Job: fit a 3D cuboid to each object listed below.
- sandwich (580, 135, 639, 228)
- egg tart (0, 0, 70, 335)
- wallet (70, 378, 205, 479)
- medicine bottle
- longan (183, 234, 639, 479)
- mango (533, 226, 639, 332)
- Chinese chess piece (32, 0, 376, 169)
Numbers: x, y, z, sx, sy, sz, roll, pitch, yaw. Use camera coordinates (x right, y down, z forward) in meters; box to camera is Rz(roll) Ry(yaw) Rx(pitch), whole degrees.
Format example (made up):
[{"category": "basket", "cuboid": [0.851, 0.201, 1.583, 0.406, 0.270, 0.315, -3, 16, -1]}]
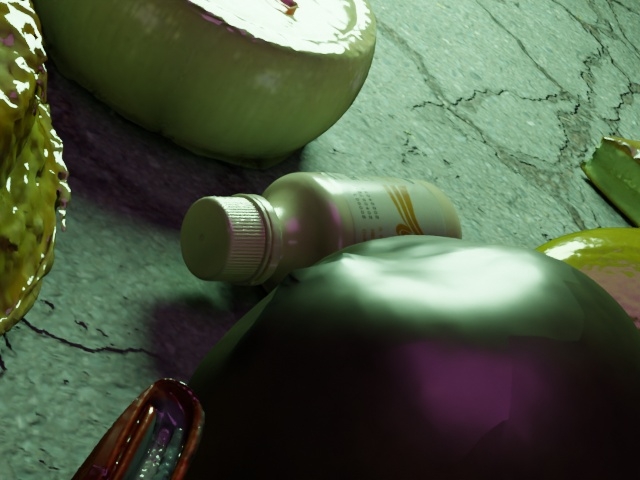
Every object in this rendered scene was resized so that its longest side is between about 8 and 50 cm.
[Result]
[{"category": "sandwich", "cuboid": [0.430, -0.039, 1.612, 0.244, 0.090, 0.088, 44, 36, 17]}, {"category": "egg tart", "cuboid": [-0.322, -0.121, 0.845, 0.443, 0.178, 0.443, 35, 35, -29]}, {"category": "wallet", "cuboid": [-0.135, 0.173, 0.666, 0.045, 0.204, 0.142, 34, 31, -8]}, {"category": "medicine bottle", "cuboid": [0.000, 0.000, 1.116, 0.252, 0.114, 0.114, 0, 46, -43]}, {"category": "longan", "cuboid": [0.060, 0.136, 0.816, 0.318, 0.319, 0.319, 25, 33, -18]}, {"category": "mango", "cuboid": [0.333, 0.079, 1.293, 0.331, 0.142, 0.195, 24, 50, -7]}, {"category": "Chinese chess piece", "cuboid": [-0.110, -0.225, 1.281, 0.338, 0.140, 0.338, 26, 33, -18]}]
